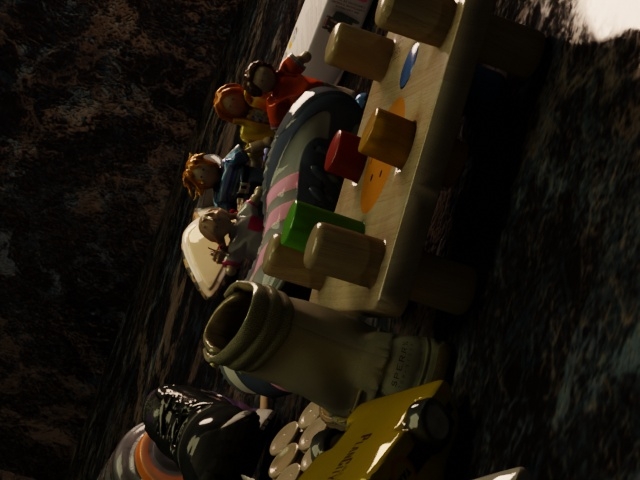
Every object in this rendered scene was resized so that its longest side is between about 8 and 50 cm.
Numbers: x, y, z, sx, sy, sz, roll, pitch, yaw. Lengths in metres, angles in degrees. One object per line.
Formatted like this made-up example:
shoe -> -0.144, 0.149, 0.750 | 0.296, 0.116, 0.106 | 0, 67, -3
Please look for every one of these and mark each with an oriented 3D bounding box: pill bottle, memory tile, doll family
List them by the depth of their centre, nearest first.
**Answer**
memory tile -> -0.002, 0.174, 1.362 | 0.113, 0.012, 0.148 | -44, 18, 14
doll family -> -0.065, -0.086, 1.815 | 0.118, 0.163, 0.262 | -174, 101, -80
pill bottle -> -0.207, 0.301, 2.018 | 0.245, 0.130, 0.130 | 125, 160, -60

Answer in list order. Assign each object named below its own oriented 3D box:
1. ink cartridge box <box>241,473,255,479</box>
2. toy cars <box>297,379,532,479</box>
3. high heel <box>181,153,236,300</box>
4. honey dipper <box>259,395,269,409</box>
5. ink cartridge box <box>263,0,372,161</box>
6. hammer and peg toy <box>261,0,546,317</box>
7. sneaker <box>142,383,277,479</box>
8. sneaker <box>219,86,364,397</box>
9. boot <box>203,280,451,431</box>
ink cartridge box -> -0.067, 0.282, 1.423 | 0.092, 0.090, 0.143 | 164, 124, -78
toy cars -> 0.048, 0.191, 0.945 | 0.176, 0.087, 0.393 | -32, 12, -2
high heel -> -0.160, 0.023, 2.451 | 0.186, 0.093, 0.261 | 92, 177, -52
honey dipper -> -0.062, 0.145, 1.794 | 0.160, 0.030, 0.030 | -86, 17, -48
ink cartridge box -> 0.005, -0.260, 2.023 | 0.185, 0.065, 0.311 | -91, 23, -61
hammer and peg toy -> 0.047, -0.069, 1.292 | 0.361, 0.127, 0.265 | 173, 114, -79
sneaker -> -0.129, 0.197, 1.599 | 0.283, 0.124, 0.107 | 54, -122, -83
sneaker -> 0.000, 0.000, 1.566 | 0.131, 0.112, 0.319 | -3, 72, 61
boot -> -0.010, 0.091, 1.218 | 0.213, 0.165, 0.077 | 142, 145, -70
